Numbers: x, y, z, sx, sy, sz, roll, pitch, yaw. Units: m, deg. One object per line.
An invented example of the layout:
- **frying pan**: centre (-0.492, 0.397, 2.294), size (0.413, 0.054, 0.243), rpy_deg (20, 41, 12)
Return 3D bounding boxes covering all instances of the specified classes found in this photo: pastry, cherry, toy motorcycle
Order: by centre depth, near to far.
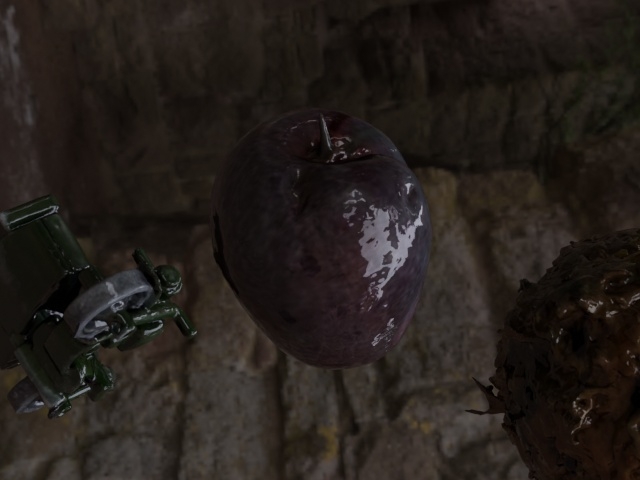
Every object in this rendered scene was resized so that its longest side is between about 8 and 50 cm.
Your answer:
- **cherry**: centre (-0.001, 0.000, 0.673), size (0.176, 0.139, 0.176), rpy_deg (170, -90, -74)
- **pastry**: centre (0.233, 0.078, 0.711), size (0.193, 0.274, 0.275), rpy_deg (53, 10, -22)
- **toy motorcycle**: centre (-0.239, 0.048, 0.933), size (0.205, 0.127, 0.275), rpy_deg (57, -45, 10)
